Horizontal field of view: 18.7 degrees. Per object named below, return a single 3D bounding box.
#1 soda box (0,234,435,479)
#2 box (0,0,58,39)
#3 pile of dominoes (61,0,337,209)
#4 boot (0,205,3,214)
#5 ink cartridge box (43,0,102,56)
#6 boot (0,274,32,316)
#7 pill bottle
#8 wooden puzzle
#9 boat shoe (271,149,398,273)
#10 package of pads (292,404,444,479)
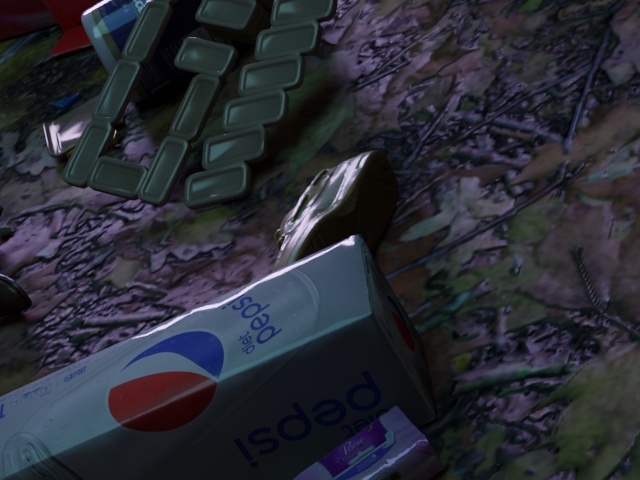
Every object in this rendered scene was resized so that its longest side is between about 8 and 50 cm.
[{"bbox_3d":[-0.078,0.109,1.231,0.286,0.098,0.091,-24,32,11],"label":"soda box"},{"bbox_3d":[-0.375,-0.278,2.002,0.257,0.128,0.123,-11,36,29],"label":"box"},{"bbox_3d":[-0.083,-0.134,1.591,0.196,0.040,0.251,16,76,37],"label":"pile of dominoes"},{"bbox_3d":[-0.423,-0.025,1.566,0.089,0.269,0.236,-55,3,40],"label":"boot"},{"bbox_3d":[-0.197,-0.289,1.912,0.134,0.078,0.231,-14,36,27],"label":"ink cartridge box"},{"bbox_3d":[-0.287,0.077,1.512,0.106,0.037,0.114,-9,32,54],"label":"boot"},{"bbox_3d":[-0.116,-0.200,1.701,0.169,0.094,0.094,-30,31,2],"label":"pill bottle"},{"bbox_3d":[-0.210,-0.102,1.724,0.078,0.014,0.116,-22,32,7],"label":"wooden puzzle"},{"bbox_3d":[0.000,0.000,1.358,0.059,0.063,0.170,-11,27,34],"label":"boat shoe"},{"bbox_3d":[0.027,0.140,1.159,0.083,0.032,0.050,-35,33,-6],"label":"package of pads"}]
